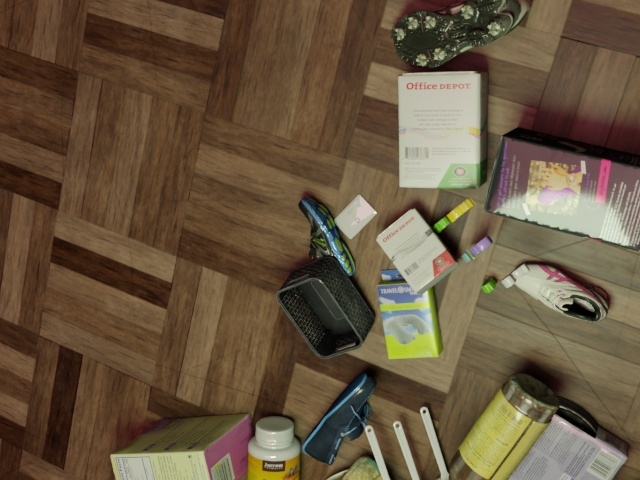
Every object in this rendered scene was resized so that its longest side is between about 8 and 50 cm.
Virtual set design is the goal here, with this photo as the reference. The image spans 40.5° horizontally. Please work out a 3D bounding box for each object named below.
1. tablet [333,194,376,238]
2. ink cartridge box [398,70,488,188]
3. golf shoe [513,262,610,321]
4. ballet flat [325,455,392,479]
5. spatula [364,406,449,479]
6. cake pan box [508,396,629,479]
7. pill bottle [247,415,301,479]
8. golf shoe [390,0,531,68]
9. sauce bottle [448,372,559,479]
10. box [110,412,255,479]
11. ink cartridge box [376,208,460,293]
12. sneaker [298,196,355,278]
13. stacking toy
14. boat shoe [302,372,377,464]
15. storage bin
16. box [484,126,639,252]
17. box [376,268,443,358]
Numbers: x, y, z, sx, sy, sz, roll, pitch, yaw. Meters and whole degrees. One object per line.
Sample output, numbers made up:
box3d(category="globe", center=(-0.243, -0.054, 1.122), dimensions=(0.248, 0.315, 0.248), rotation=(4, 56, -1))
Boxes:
box3d(category="tablet", center=(0.070, -0.048, 1.767), dimensions=(0.054, 0.006, 0.083), rotation=(47, 115, 7))
box3d(category="ink cartridge box", center=(0.229, -0.208, 1.617), dimensions=(0.154, 0.093, 0.212), rotation=(3, 104, 21))
box3d(category="golf shoe", center=(0.440, 0.094, 1.601), dimensions=(0.186, 0.086, 0.067), rotation=(22, 111, 18))
box3d(category="ballet flat", center=(0.020, 0.589, 1.883), dimensions=(0.123, 0.123, 0.348), rotation=(46, 115, 8))
box3d(category="spatula", center=(0.192, 0.469, 1.780), dimensions=(0.168, 0.019, 0.242), rotation=(-19, 95, -5))
box3d(category="cake pan box", center=(0.428, 0.433, 1.693), dimensions=(0.246, 0.070, 0.266), rotation=(29, 111, 12))
box3d(category="pill bottle", center=(-0.102, 0.500, 1.900), dimensions=(0.117, 0.117, 0.215), rotation=(7, 105, 21))
box3d(category="golf shoe", center=(0.251, -0.381, 1.571), dimensions=(0.273, 0.120, 0.105), rotation=(-2, 108, 46))
box3d(category="sauce bottle", center=(0.314, 0.407, 1.638), dimensions=(0.111, 0.111, 0.344), rotation=(35, 111, 12))
box3d(category="box", center=(-0.295, 0.482, 1.924), dimensions=(0.243, 0.213, 0.117), rotation=(-8, 98, 24))
box3d(category="ink cartridge box", center=(0.189, 0.021, 1.681), dimensions=(0.099, 0.056, 0.135), rotation=(-39, 71, 12))
box3d(category="sneaker", center=(0.000, 0.000, 1.771), dimensions=(0.078, 0.067, 0.188), rotation=(-24, 98, 22))
box3d(category="stacking toy", center=(0.290, 0.013, 1.592), dimensions=(0.052, 0.221, 0.167), rotation=(-37, 85, -7))
box3d(category="boat shoe", center=(0.058, 0.376, 1.829), dimensions=(0.089, 0.109, 0.258), rotation=(36, 129, 4))
box3d(category="storage bin", center=(0.012, 0.137, 1.759), dimensions=(0.122, 0.084, 0.180), rotation=(-23, 110, 34))
box3d(category="box", center=(0.443, -0.094, 1.512), dimensions=(0.270, 0.165, 0.143), rotation=(17, 107, 19))
box3d(category="box", center=(0.179, 0.146, 1.746), dimensions=(0.109, 0.042, 0.178), rotation=(-6, 100, 23))
